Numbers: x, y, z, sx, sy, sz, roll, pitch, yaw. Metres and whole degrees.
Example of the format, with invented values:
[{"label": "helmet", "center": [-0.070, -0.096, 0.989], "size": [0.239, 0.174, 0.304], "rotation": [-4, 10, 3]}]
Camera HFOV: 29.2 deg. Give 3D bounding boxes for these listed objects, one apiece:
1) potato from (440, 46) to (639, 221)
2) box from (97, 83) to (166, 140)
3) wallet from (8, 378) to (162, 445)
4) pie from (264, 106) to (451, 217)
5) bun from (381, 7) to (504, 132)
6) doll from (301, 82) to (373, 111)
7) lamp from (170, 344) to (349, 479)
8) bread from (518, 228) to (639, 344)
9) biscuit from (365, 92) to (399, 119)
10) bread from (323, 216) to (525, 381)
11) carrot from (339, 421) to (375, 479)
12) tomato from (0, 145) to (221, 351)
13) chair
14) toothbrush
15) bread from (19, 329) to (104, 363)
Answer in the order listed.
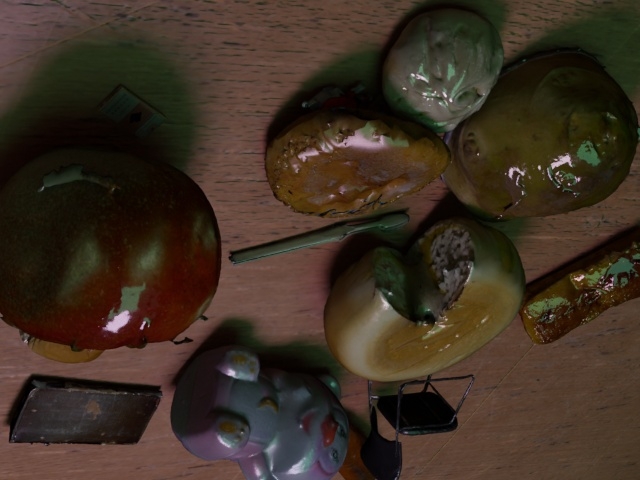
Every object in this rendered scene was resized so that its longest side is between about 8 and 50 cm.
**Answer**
[{"label": "potato", "center": [0.331, -0.124, 1.814], "size": [0.300, 0.196, 0.246], "rotation": [-39, 135, 14]}, {"label": "box", "center": [-0.245, -0.166, 1.601], "size": [0.046, 0.012, 0.083], "rotation": [-42, 135, 13]}, {"label": "wallet", "center": [-0.373, 0.273, 1.948], "size": [0.232, 0.031, 0.122], "rotation": [9, 122, -36]}, {"label": "pie", "center": [0.053, -0.105, 1.744], "size": [0.273, 0.069, 0.273], "rotation": [-3, 152, -2]}, {"label": "bun", "center": [0.175, -0.226, 1.688], "size": [0.183, 0.102, 0.183], "rotation": [-15, 129, -19]}, {"label": "doll", "center": [0.021, -0.191, 1.699], "size": [0.114, 0.039, 0.057], "rotation": [-1, 154, -35]}, {"label": "lamp", "center": [-0.104, 0.308, 2.014], "size": [0.301, 0.247, 0.247], "rotation": [27, 146, -35]}, {"label": "bread", "center": [0.476, 0.083, 2.174], "size": [0.271, 0.077, 0.139], "rotation": [-26, 135, 2]}, {"label": "biscuit", "center": [0.111, -0.176, 1.776], "size": [0.120, 0.015, 0.120], "rotation": [-15, 136, -15]}, {"label": "bread", "center": [0.160, 0.092, 1.948], "size": [0.333, 0.160, 0.333], "rotation": [-13, 143, -10]}, {"label": "carrot", "center": [0.050, 0.378, 2.232], "size": [0.087, 0.087, 0.193], "rotation": [-30, 136, 2]}, {"label": "tomato", "center": [-0.268, 0.003, 1.558], "size": [0.304, 0.303, 0.239], "rotation": [-2, 103, -26]}, {"label": "chair", "center": [0.158, 0.300, 2.128], "size": [0.145, 0.140, 0.221], "rotation": [-3, 115, -23]}, {"label": "toothbrush", "center": [0.000, -0.003, 1.878], "size": [0.294, 0.026, 0.028], "rotation": [-12, 150, -18]}, {"label": "bread", "center": [-0.356, 0.127, 1.775], "size": [0.125, 0.082, 0.106], "rotation": [19, 113, -42]}]
